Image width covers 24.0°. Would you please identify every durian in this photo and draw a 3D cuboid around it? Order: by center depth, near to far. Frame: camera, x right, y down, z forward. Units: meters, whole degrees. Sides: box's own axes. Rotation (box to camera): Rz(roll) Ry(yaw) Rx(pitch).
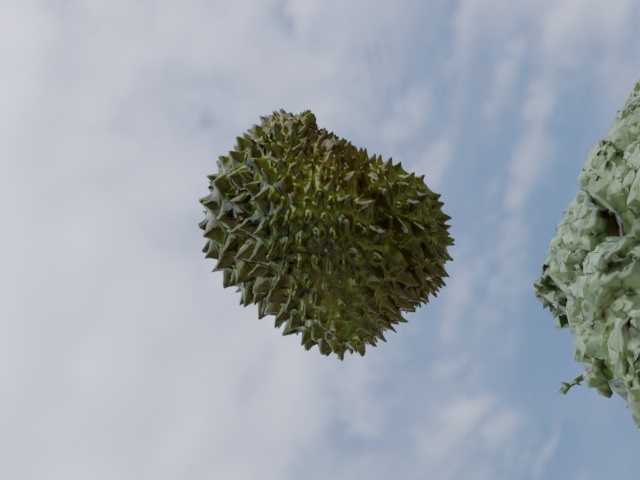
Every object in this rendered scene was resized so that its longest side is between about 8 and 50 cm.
[{"bbox_3d":[-0.003,-0.002,1.374,0.176,0.237,0.200,-50,-7,-17],"label":"durian"}]

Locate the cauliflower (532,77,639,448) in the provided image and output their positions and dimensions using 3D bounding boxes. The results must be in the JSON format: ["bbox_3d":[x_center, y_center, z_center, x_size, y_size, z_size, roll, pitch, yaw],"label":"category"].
[{"bbox_3d":[0.223,0.033,0.584,0.272,0.275,0.250,-46,-6,-20],"label":"cauliflower"}]
